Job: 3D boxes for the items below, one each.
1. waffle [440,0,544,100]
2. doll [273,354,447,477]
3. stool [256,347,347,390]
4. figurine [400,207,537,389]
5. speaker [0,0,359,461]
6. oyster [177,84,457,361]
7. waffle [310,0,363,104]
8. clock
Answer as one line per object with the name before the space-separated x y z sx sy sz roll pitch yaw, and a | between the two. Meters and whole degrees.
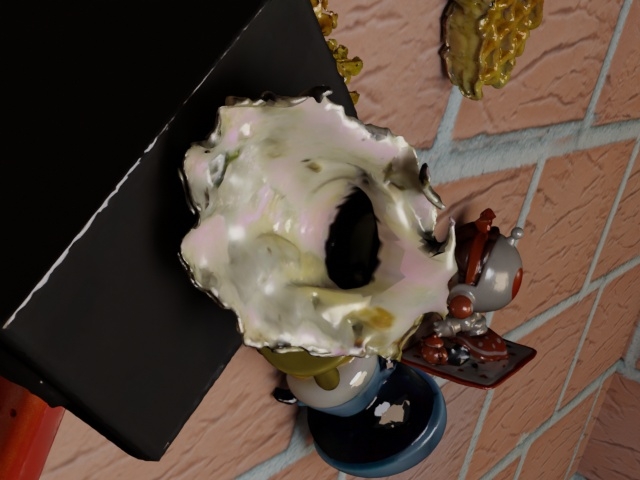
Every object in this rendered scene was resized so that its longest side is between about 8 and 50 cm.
waffle | 0.210 -0.320 1.168 0.283 0.065 0.309 4 105 -63
doll | 0.055 0.199 1.236 0.177 0.141 0.314 -21 139 11
stool | -0.010 0.091 1.050 0.110 0.134 0.135 59 15 -78
figurine | 0.224 0.066 1.440 0.183 0.160 0.226 -22 122 -53
speaker | -0.147 -0.047 0.563 0.232 0.254 0.184 -55 150 -19
oyster | 0.001 -0.008 0.518 0.209 0.072 0.133 18 103 -41
waffle | -0.042 -0.152 0.799 0.193 0.070 0.197 25 72 -48
clock | -0.239 0.156 0.747 0.061 0.113 0.155 22 94 -22
